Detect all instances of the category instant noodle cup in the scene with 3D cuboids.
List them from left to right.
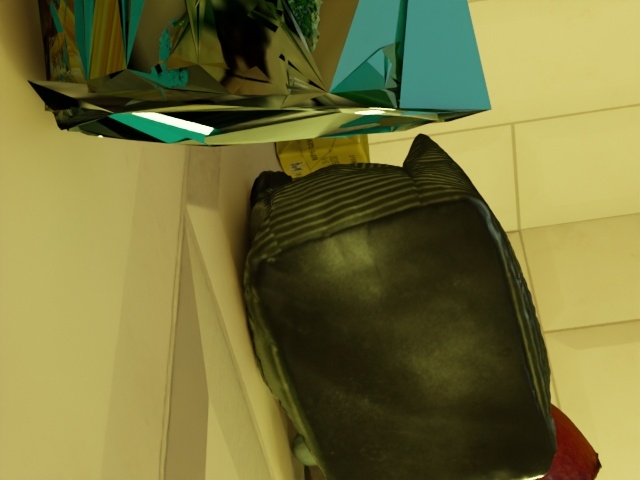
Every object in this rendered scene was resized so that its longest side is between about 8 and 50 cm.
[{"bbox_3d":[-0.033,-0.139,0.545,0.240,0.240,0.178,1,88,-85],"label":"instant noodle cup"}]

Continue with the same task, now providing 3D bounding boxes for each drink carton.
[{"bbox_3d":[-0.009,-0.246,1.510,0.154,0.111,0.351,65,19,-70],"label":"drink carton"}]

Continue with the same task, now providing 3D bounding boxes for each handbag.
[{"bbox_3d":[0.068,0.064,1.094,0.240,0.247,0.340,-91,162,-63],"label":"handbag"}]

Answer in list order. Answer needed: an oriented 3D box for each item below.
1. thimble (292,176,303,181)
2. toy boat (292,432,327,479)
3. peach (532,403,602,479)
[{"bbox_3d":[0.000,0.002,1.281,0.150,0.098,0.150,-7,90,-85],"label":"thimble"},{"bbox_3d":[0.015,0.265,1.255,0.227,0.085,0.155,29,44,-70],"label":"toy boat"},{"bbox_3d":[0.174,0.327,1.530,0.335,0.310,0.406,-61,169,12],"label":"peach"}]
